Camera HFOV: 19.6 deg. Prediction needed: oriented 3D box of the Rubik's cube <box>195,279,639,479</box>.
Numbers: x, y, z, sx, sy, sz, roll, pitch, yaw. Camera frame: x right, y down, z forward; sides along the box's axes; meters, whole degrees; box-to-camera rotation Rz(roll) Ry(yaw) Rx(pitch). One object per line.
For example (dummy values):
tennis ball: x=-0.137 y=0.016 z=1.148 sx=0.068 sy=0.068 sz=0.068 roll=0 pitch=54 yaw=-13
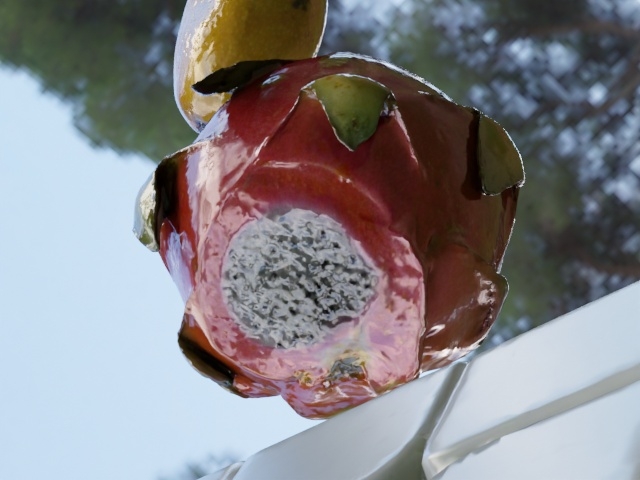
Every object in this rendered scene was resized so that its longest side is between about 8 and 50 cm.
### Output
Rubik's cube: x=0.048 y=0.223 z=0.552 sx=0.291 sy=0.291 sz=0.290 roll=61 pitch=-157 yaw=-10

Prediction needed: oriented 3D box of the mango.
mango: x=-0.055 y=-0.203 z=1.644 sx=0.109 sy=0.157 sz=0.262 roll=29 pitch=-118 yaw=-23

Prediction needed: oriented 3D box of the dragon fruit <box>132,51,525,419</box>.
dragon fruit: x=0.000 y=0.000 z=1.394 sx=0.290 sy=0.290 sz=0.189 roll=47 pitch=-163 yaw=7
